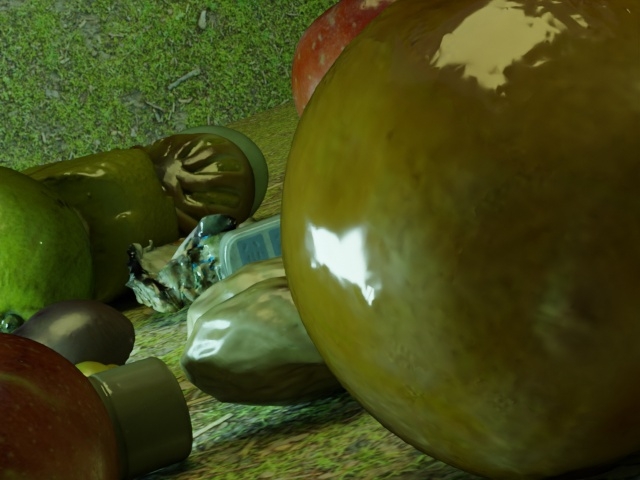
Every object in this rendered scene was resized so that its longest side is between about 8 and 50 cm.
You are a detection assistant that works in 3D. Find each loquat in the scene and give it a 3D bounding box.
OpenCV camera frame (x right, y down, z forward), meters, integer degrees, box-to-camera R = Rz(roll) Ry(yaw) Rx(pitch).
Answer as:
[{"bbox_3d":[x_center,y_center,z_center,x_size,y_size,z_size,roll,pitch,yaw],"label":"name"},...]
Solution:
[{"bbox_3d":[0.135,-0.015,1.028,0.329,0.328,0.328,-17,9,3],"label":"loquat"}]

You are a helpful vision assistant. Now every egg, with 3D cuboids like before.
[{"bbox_3d":[-0.159,-0.077,2.373,0.192,0.149,0.149,-13,10,29],"label":"egg"}]

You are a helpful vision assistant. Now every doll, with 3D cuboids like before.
[{"bbox_3d":[-0.224,0.126,1.543,0.145,0.096,0.188,-31,33,9],"label":"doll"}]

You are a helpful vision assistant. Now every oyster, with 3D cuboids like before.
[{"bbox_3d":[-0.110,0.016,1.965,0.198,0.092,0.260,-12,2,28],"label":"oyster"}]

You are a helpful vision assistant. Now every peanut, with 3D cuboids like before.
[{"bbox_3d":[-0.015,0.067,1.403,0.197,0.110,0.233,-12,10,3],"label":"peanut"}]

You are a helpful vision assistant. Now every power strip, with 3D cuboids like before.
[{"bbox_3d":[0.000,0.000,1.855,0.227,0.080,0.029,-20,13,-13],"label":"power strip"}]

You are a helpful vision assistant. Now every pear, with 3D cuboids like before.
[{"bbox_3d":[-0.349,0.030,1.932,0.212,0.212,0.269,-19,26,-9],"label":"pear"}]

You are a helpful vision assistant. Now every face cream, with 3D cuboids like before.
[{"bbox_3d":[-0.260,0.171,1.267,0.341,0.137,0.084,-17,34,-23],"label":"face cream"}]

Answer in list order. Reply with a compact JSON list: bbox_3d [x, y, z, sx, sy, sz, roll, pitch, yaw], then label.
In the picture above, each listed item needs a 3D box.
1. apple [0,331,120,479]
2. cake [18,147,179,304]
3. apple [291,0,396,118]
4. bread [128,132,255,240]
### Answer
[{"bbox_3d":[-0.224,0.156,1.132,0.201,0.162,0.201,-30,19,11],"label":"apple"},{"bbox_3d":[-0.294,-0.003,2.114,0.261,0.179,0.156,-8,14,31],"label":"cake"},{"bbox_3d":[0.104,-0.167,1.800,0.260,0.216,0.260,-32,2,1],"label":"apple"},{"bbox_3d":[-0.187,-0.052,2.214,0.213,0.105,0.213,-14,54,20],"label":"bread"}]
